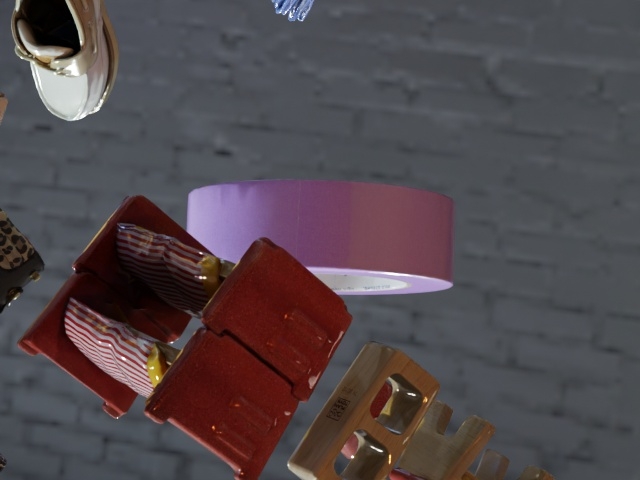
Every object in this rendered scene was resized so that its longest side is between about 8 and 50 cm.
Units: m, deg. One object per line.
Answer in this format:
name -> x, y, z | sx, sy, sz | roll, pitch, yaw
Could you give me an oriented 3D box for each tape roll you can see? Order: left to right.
tape roll -> 0.000, 0.000, 1.930 | 0.275, 0.090, 0.275 | 3, 173, 0

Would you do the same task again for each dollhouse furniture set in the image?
dollhouse furniture set -> -0.022, 0.136, 1.475 | 0.374, 0.152, 0.201 | 41, 166, -34

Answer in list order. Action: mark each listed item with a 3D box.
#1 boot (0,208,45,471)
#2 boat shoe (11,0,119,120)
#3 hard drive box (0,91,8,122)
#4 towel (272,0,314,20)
boot -> -0.305, 0.084, 1.671 | 0.179, 0.236, 0.085 | -38, -160, -9
boat shoe -> -0.291, -0.235, 2.072 | 0.113, 0.302, 0.103 | 22, -129, 14
hard drive box -> -0.335, -0.030, 1.261 | 0.089, 0.181, 0.232 | 28, -164, 22
towel -> 0.059, -0.403, 1.970 | 0.040, 0.336, 0.243 | 30, 145, -4
